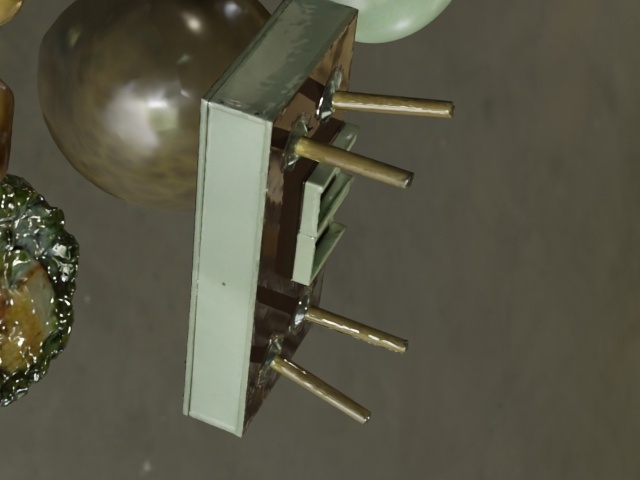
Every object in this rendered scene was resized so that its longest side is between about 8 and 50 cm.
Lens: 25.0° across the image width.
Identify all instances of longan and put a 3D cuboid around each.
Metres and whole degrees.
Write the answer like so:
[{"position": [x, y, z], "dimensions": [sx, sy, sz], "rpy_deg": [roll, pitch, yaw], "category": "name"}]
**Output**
[{"position": [-0.110, -0.113, 1.078], "dimensions": [0.198, 0.212, 0.198], "rpy_deg": [6, 77, -25], "category": "longan"}]

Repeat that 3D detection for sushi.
[{"position": [-0.426, 0.050, 1.541], "dimensions": [0.352, 0.178, 0.294], "rpy_deg": [-15, 120, -60], "category": "sushi"}]

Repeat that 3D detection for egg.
[{"position": [0.063, -0.269, 1.313], "dimensions": [0.192, 0.149, 0.149], "rpy_deg": [-61, 145, -14], "category": "egg"}]

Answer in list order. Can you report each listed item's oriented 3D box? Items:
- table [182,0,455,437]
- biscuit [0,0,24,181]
[{"position": [0.000, 0.000, 0.828], "dimensions": [0.121, 0.111, 0.240], "rpy_deg": [-58, 162, -45], "category": "table"}, {"position": [-0.264, -0.109, 0.783], "dimensions": [0.047, 0.208, 0.164], "rpy_deg": [96, -3, -74], "category": "biscuit"}]
